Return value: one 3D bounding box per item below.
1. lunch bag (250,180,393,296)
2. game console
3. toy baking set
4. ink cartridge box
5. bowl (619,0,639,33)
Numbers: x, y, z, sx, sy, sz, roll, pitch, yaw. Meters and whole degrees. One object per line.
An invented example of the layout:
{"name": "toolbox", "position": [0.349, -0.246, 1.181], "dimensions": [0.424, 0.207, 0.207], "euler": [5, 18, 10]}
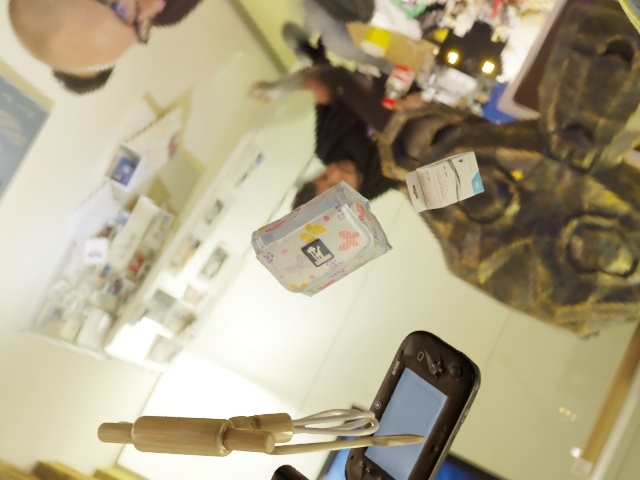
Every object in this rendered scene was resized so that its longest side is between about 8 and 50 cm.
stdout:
{"name": "lunch bag", "position": [0.000, 0.000, 0.682], "dimensions": [0.053, 0.071, 0.083], "euler": [64, -169, 21]}
{"name": "game console", "position": [0.052, 0.263, 1.140], "dimensions": [0.213, 0.361, 0.044], "euler": [31, -168, 31]}
{"name": "toy baking set", "position": [-0.053, 0.155, 0.880], "dimensions": [0.256, 0.030, 0.197], "euler": [-3, 176, 32]}
{"name": "ink cartridge box", "position": [0.139, -0.065, 1.169], "dimensions": [0.083, 0.048, 0.028], "euler": [-22, -171, -31]}
{"name": "bowl", "position": [0.335, -0.190, 0.669], "dimensions": [0.289, 0.289, 0.156], "euler": [23, 175, 27]}
